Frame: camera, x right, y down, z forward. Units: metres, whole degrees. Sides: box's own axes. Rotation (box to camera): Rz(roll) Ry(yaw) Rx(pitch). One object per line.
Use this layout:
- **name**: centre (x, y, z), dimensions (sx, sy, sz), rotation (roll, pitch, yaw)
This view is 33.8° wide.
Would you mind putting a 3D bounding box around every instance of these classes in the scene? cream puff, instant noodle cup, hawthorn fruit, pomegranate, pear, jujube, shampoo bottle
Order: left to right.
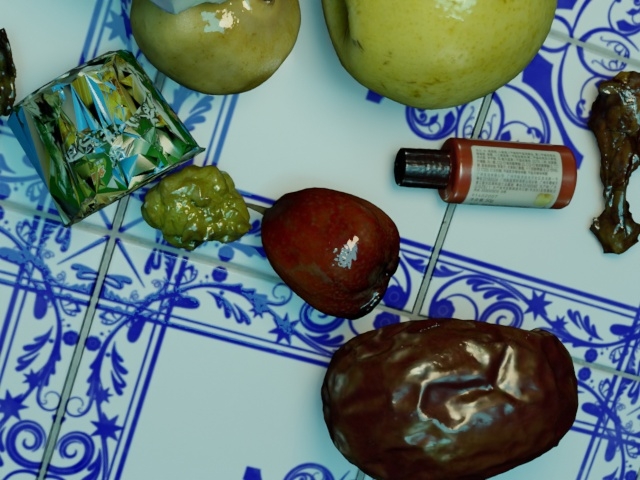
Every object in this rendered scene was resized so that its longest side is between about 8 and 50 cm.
- **instant noodle cup**: centre (-0.300, -0.146, 1.459), dimensions (0.240, 0.240, 0.178), rotation (-30, 96, -5)
- **cream puff**: centre (-0.178, -0.037, 1.533), dimensions (0.146, 0.146, 0.116), rotation (-31, 71, -5)
- **pomegranate**: centre (-0.142, -0.312, 1.460), dimensions (0.233, 0.233, 0.233), rotation (-2, 101, -12)
- **hawthorn fruit**: centre (0.000, 0.000, 1.579), dimensions (0.251, 0.189, 0.189), rotation (35, 92, 3)
- **pear**: centre (0.163, -0.352, 1.453), dimensions (0.348, 0.348, 0.348), rotation (-2, 101, -12)
- **jujube**: centre (0.196, 0.242, 1.616), dimensions (0.377, 0.276, 0.276), rotation (-12, 103, -11)
- **shampoo bottle**: centre (0.251, -0.106, 1.637), dimensions (0.278, 0.104, 0.104), rotation (3, 100, -13)

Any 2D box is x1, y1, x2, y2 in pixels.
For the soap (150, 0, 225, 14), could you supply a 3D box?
- **soap**: centre (-0.109, -0.490, 1.355), dimensions (0.261, 0.156, 0.446), rotation (30, 59, 9)

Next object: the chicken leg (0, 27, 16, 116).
- **chicken leg**: centre (-0.522, -0.264, 1.420), dimensions (0.212, 0.140, 0.361), rotation (-8, 106, -2)

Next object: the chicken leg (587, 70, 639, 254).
- **chicken leg**: centre (0.482, -0.124, 1.702), dimensions (0.113, 0.093, 0.304), rotation (3, 109, 5)
